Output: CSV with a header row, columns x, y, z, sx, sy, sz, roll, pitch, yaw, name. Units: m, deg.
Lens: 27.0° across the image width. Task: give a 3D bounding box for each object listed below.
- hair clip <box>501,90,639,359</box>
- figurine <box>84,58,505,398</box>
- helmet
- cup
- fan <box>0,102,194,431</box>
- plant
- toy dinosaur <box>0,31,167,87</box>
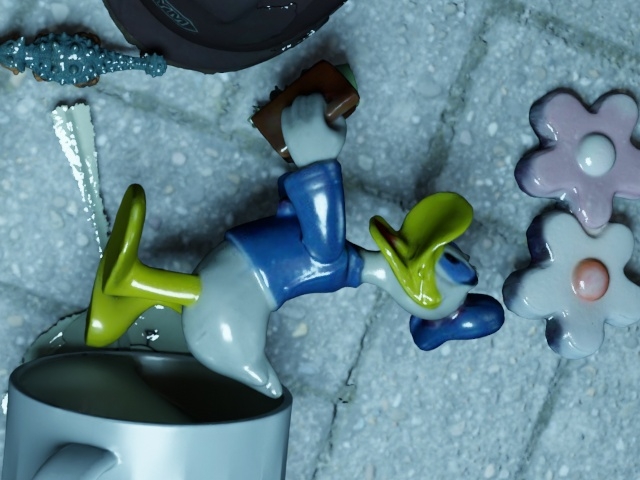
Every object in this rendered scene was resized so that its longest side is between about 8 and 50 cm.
x,y,z,sx,sy,sz,roll,pitch,yaw,name
0.246,-0.018,1.259,0.146,0.075,0.257,8,90,-9,hair clip
0.000,0.000,1.128,0.338,0.204,0.283,19,77,-9,figurine
-0.049,-0.274,1.105,0.225,0.177,0.305,39,86,-16,helmet
-0.163,0.279,1.069,0.237,0.323,0.327,9,97,14,cup
-0.180,0.081,1.199,0.233,0.012,0.414,-10,102,-13,fan
-0.018,-0.126,1.194,0.102,0.051,0.051,-18,100,-4,plant
-0.209,-0.156,1.143,0.154,0.055,0.049,2,94,-8,toy dinosaur
